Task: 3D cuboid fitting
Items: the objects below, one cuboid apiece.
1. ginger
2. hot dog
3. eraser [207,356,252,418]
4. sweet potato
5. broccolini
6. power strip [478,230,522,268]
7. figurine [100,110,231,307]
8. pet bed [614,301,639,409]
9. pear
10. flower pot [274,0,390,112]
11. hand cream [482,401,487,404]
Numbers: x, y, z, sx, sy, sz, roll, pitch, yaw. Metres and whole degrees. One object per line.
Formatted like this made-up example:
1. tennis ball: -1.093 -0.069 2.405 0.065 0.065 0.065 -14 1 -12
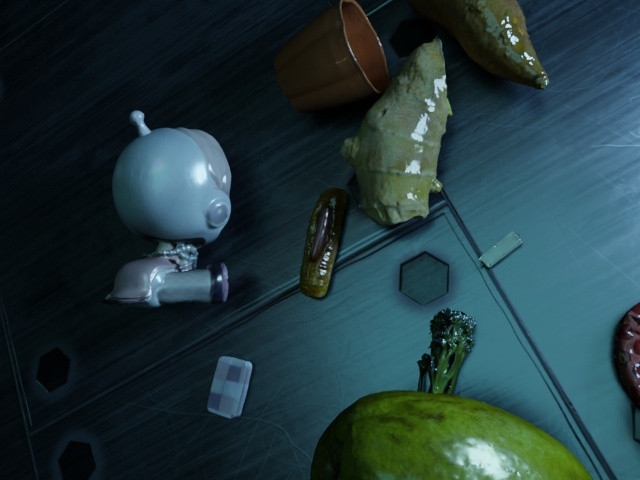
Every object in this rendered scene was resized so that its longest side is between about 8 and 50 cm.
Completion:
1. ginger: 0.153 -0.195 0.977 0.190 0.126 0.353 22 81 9
2. hot dog: 0.000 0.000 1.028 0.066 0.047 0.215 11 81 25
3. eraser: -0.170 0.273 1.032 0.065 0.026 0.105 11 81 19
4. sweet potato: 0.293 -0.392 0.979 0.131 0.131 0.336 -43 68 6
5. broccolini: 0.146 0.291 0.901 0.079 0.074 0.392 28 88 -18
6. power strip: 0.301 0.018 0.929 0.083 0.017 0.027 -39 66 7
7. figurine: -0.282 -0.047 1.051 0.253 0.211 0.361 0 78 20
8. pet bed: 0.527 0.174 0.791 0.201 0.053 0.201 -2 81 16
9. pear: 0.162 0.360 0.689 0.413 0.352 0.352 35 90 -15
10. flower pot: 0.015 -0.331 1.041 0.173 0.191 0.190 -19 71 26
11. hand cream: 0.306 0.331 0.834 0.175 0.046 0.095 25 92 25
